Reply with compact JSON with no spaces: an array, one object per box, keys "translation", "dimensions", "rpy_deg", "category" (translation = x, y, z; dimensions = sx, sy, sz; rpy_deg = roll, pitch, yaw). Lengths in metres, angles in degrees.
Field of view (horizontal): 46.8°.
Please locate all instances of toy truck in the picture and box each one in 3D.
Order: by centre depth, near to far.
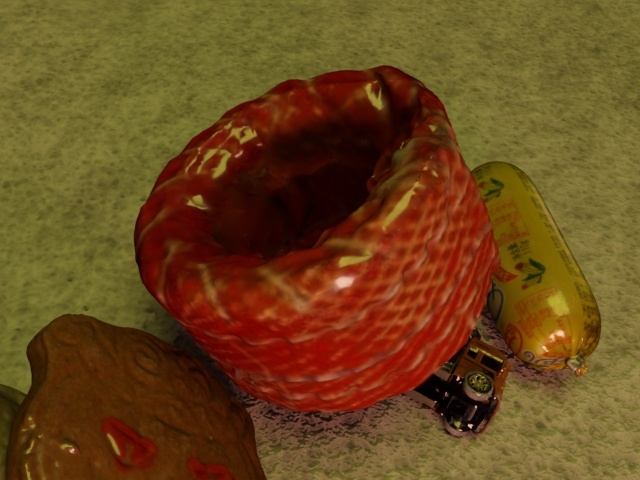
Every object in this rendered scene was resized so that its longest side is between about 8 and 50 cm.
[{"translation":[0.119,0.135,0.848],"dimensions":[0.192,0.083,0.092],"rpy_deg":[27,42,15],"category":"toy truck"}]

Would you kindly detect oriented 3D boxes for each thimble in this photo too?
[{"translation":[0.000,0.000,0.766],"dimensions":[0.350,0.230,0.350],"rpy_deg":[-16,45,16],"category":"thimble"}]

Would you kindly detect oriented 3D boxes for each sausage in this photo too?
[{"translation":[0.257,0.022,0.957],"dimensions":[0.123,0.123,0.347],"rpy_deg":[-2,47,-14],"category":"sausage"}]

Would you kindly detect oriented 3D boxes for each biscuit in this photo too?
[{"translation":[-0.142,0.191,0.658],"dimensions":[0.273,0.049,0.257],"rpy_deg":[37,27,-36],"category":"biscuit"}]

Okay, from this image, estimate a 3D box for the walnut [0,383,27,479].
[{"translation":[-0.288,0.217,0.619],"dimensions":[0.178,0.178,0.230],"rpy_deg":[-10,50,-21],"category":"walnut"}]
